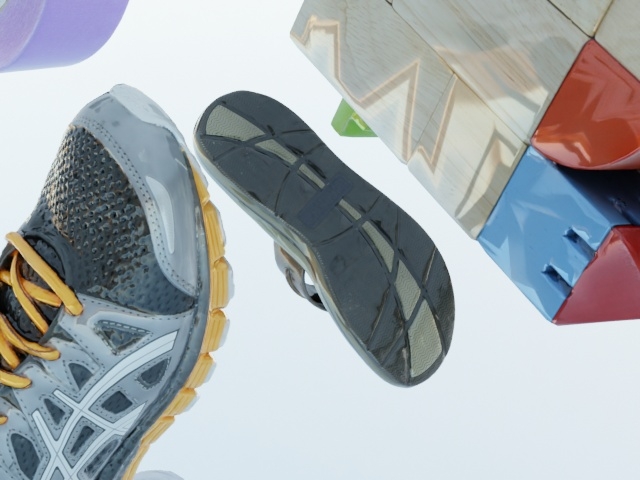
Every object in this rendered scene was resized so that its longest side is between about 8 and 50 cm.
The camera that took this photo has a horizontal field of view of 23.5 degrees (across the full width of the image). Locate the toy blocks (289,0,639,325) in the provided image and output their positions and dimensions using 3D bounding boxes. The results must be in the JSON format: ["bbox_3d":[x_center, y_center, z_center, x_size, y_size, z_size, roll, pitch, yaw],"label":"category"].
[{"bbox_3d":[0.143,-0.119,0.560,0.191,0.381,0.261,-3,-138,-40],"label":"toy blocks"}]

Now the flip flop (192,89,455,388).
[{"bbox_3d":[0.000,0.000,1.228,0.112,0.277,0.080,-43,177,-29],"label":"flip flop"}]

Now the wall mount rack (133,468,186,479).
[{"bbox_3d":[-0.101,0.356,1.119,0.304,0.350,0.130,22,-179,33],"label":"wall mount rack"}]

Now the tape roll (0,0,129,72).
[{"bbox_3d":[-0.271,-0.284,1.332,0.090,0.274,0.275,-14,-164,-42],"label":"tape roll"}]

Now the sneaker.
[{"bbox_3d":[-0.097,0.046,0.525,0.083,0.214,0.084,-4,-145,-42],"label":"sneaker"}]
